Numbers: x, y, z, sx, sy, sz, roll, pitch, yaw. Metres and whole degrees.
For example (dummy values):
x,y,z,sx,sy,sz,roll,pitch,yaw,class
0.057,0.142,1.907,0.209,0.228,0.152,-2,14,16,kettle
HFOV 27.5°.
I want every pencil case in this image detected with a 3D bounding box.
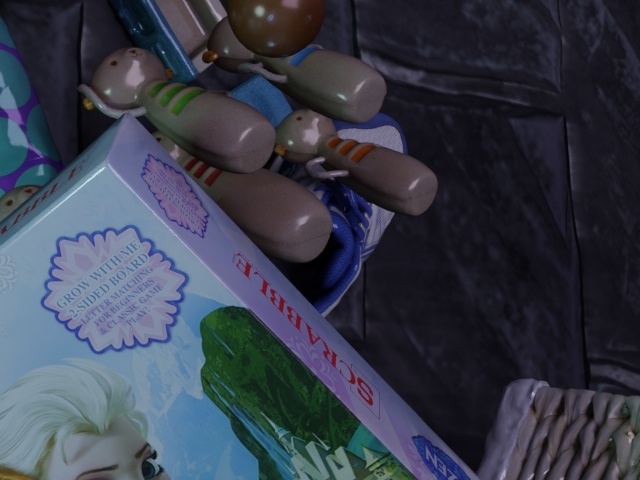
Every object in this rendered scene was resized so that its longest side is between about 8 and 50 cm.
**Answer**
x,y,z,sx,sy,sz,roll,pitch,yaw,class
-0.215,-0.082,0.837,0.070,0.064,0.151,-22,91,-14,pencil case

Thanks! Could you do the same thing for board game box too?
x,y,z,sx,sy,sz,roll,pitch,yaw,class
-0.113,0.147,0.712,0.318,0.319,0.066,46,20,-18,board game box

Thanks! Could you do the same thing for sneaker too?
x,y,z,sx,sy,sz,roll,pitch,yaw,class
0.000,0.000,0.941,0.112,0.131,0.296,49,53,-15,sneaker

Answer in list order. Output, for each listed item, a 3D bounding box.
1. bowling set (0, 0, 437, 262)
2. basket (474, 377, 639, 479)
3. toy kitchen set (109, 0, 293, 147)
x,y,z,sx,sy,sz,roll,pitch,yaw,class
-0.053,-0.088,0.788,0.287,0.154,0.200,-22,130,-44,bowling set
0.256,0.308,0.858,0.328,0.266,0.331,40,63,-32,basket
-0.078,-0.150,0.894,0.122,0.166,0.207,-39,102,-37,toy kitchen set
